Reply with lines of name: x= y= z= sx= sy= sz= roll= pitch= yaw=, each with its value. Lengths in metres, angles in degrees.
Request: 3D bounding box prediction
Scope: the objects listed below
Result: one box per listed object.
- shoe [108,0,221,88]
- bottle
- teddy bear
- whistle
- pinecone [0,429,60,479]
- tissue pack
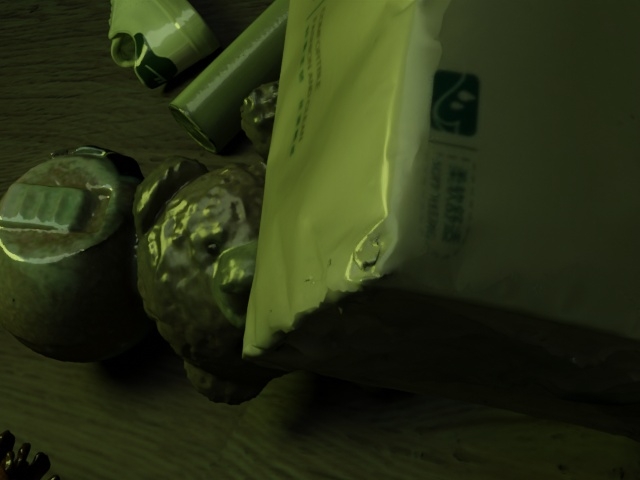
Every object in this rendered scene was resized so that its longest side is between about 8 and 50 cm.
shoe: x=-0.224 y=-0.269 z=1.239 sx=0.110 sy=0.095 sz=0.265 roll=-43 pitch=42 yaw=-5
bottle: x=-0.063 y=-0.183 z=1.052 sx=0.201 sy=0.072 sz=0.072 roll=-46 pitch=40 yaw=-11
teddy bear: x=0.001 y=0.000 z=0.726 sx=0.267 sy=0.235 sz=0.151 roll=-19 pitch=9 yaw=-10
whistle: x=-0.140 y=0.023 z=0.874 sx=0.348 sy=0.189 sz=0.189 roll=2 pitch=51 yaw=12
pinecone: x=-0.274 y=0.213 z=0.771 sx=0.165 sy=0.163 sz=0.162 roll=-13 pitch=44 yaw=8
tissue pack: x=0.129 y=-0.097 z=0.564 sx=0.207 sy=0.297 sz=0.380 roll=143 pitch=135 yaw=-60
